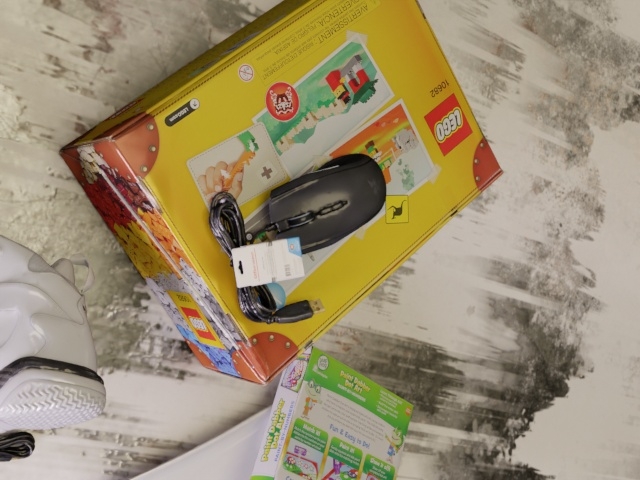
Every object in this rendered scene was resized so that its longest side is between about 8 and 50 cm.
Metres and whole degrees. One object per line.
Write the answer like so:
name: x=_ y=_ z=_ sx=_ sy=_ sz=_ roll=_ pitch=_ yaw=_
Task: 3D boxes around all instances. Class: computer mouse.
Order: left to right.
computer mouse: x=-0.394 y=0.181 z=1.139 sx=0.106 sy=0.042 sz=0.193 roll=11 pitch=85 yaw=-32
computer mouse: x=0.000 y=0.000 z=1.148 sx=0.262 sy=0.060 sz=0.184 roll=-19 pitch=100 yaw=-30

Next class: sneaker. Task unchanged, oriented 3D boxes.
sneaker: x=-0.432 y=0.110 z=1.055 sx=0.365 sy=0.137 sz=0.210 roll=0 pitch=67 yaw=-10

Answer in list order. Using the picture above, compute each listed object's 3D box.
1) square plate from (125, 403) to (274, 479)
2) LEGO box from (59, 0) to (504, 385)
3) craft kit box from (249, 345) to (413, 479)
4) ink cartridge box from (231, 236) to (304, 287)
square plate: x=-0.149 y=0.448 z=1.299 sx=0.344 sy=0.049 sz=0.347 roll=-22 pitch=103 yaw=-30
LEGO box: x=-0.032 y=-0.109 z=1.276 sx=0.500 sy=0.193 sz=0.372 roll=-39 pitch=111 yaw=-25
craft kit box: x=0.020 y=0.314 z=1.357 sx=0.250 sy=0.061 sz=0.247 roll=36 pitch=64 yaw=-37
ink cartridge box: x=-0.064 y=0.026 z=1.081 sx=0.083 sy=0.028 sz=0.048 roll=-9 pitch=92 yaw=-19
